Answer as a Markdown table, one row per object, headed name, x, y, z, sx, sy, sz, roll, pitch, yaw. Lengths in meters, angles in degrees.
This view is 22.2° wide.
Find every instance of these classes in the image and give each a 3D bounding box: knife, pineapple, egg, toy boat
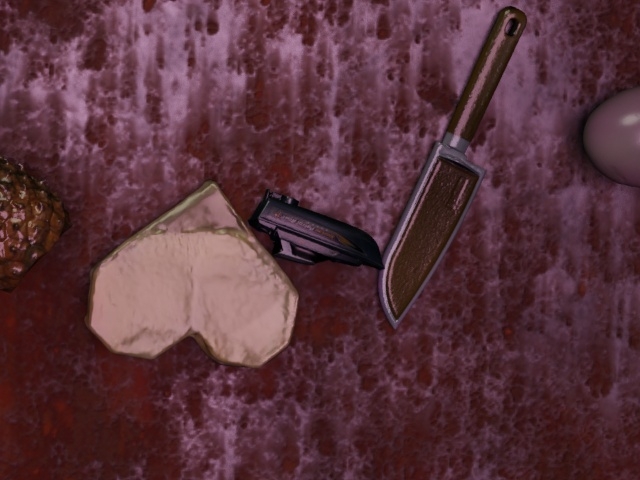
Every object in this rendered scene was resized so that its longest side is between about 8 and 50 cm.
| name | x | y | z | sx | sy | sz | roll | pitch | yaw |
| --- | --- | --- | --- | --- | --- | --- | --- | --- | --- |
| knife | 0.136 | -0.071 | 1.631 | 0.061 | 0.027 | 0.343 | 26 | 90 | -15 |
| pineapple | -0.352 | -0.064 | 1.505 | 0.251 | 0.125 | 0.125 | 44 | 86 | -4 |
| egg | 0.328 | -0.104 | 1.623 | 0.135 | 0.103 | 0.103 | -8 | 96 | -7 |
| toy boat | 0.000 | 0.000 | 1.597 | 0.141 | 0.055 | 0.060 | 21 | 83 | -12 |

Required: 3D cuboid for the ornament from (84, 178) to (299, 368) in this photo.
| name | x | y | z | sx | sy | sz | roll | pitch | yaw |
| --- | --- | --- | --- | --- | --- | --- | --- | --- | --- |
| ornament | -0.121 | 0.029 | 1.579 | 0.201 | 0.059 | 0.180 | 7 | 90 | -9 |
